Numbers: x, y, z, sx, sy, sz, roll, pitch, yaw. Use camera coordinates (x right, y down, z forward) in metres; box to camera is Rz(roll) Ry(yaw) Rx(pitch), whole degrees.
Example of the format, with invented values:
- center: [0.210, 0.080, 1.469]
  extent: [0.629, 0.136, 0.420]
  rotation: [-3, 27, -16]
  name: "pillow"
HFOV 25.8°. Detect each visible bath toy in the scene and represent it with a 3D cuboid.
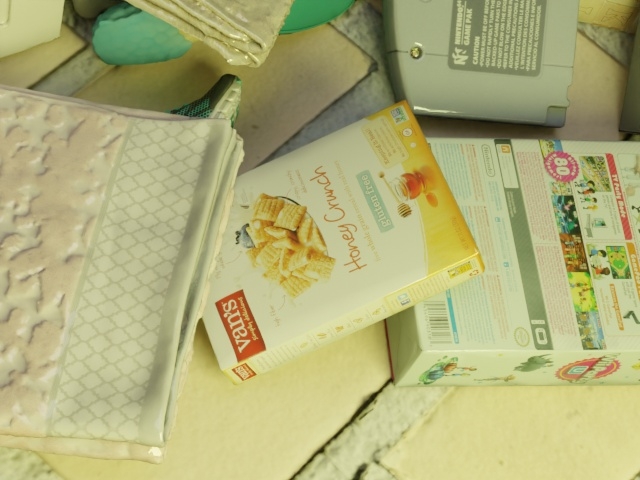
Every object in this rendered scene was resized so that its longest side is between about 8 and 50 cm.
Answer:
- center: [-0.203, -0.345, 1.376]
  extent: [0.151, 0.129, 0.348]
  rotation: [-15, 65, -22]
  name: "bath toy"

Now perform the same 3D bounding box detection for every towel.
- center: [-0.088, -0.290, 1.284]
  extent: [0.187, 0.049, 0.282]
  rotation: [30, 51, -7]
  name: "towel"
- center: [-0.246, 0.014, 1.167]
  extent: [0.317, 0.053, 0.332]
  rotation: [7, 58, 5]
  name: "towel"

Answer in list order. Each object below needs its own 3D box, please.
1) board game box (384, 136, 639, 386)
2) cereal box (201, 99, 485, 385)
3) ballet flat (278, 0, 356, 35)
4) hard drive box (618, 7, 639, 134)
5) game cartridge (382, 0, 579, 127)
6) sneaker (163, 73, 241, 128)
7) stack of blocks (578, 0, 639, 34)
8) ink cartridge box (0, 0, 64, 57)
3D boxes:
- center: [0.209, 0.020, 1.295]
  extent: [0.303, 0.097, 0.224]
  rotation: [1, 62, -13]
  name: "board game box"
- center: [0.000, 0.000, 1.213]
  extent: [0.240, 0.047, 0.173]
  rotation: [-25, 61, 3]
  name: "cereal box"
- center: [0.019, -0.297, 1.438]
  extent: [0.316, 0.108, 0.106]
  rotation: [-26, 50, -31]
  name: "ballet flat"
- center: [0.419, -0.208, 1.418]
  extent: [0.181, 0.089, 0.232]
  rotation: [7, 96, -10]
  name: "hard drive box"
- center: [0.162, -0.267, 1.391]
  extent: [0.198, 0.062, 0.297]
  rotation: [4, 94, -9]
  name: "game cartridge"
- center: [-0.130, -0.102, 1.297]
  extent: [0.076, 0.065, 0.166]
  rotation: [26, 56, 6]
  name: "sneaker"
- center: [0.329, -0.322, 1.527]
  extent: [0.297, 0.087, 0.171]
  rotation: [10, 59, -9]
  name: "stack of blocks"
- center: [-0.322, -0.300, 1.300]
  extent: [0.092, 0.158, 0.218]
  rotation: [-22, 69, -25]
  name: "ink cartridge box"
